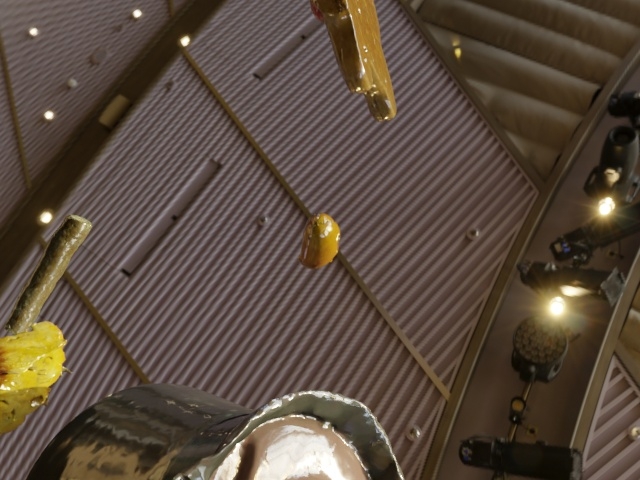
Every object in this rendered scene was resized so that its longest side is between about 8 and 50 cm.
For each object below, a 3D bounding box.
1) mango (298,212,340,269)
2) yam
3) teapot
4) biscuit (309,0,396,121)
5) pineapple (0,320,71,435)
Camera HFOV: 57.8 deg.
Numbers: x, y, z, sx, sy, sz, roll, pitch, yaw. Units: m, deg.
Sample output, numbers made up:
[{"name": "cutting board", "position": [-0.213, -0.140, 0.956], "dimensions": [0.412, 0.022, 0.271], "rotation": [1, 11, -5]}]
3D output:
[{"name": "mango", "position": [0.000, 0.000, 0.952], "dimensions": [0.063, 0.127, 0.077], "rotation": [20, -123, 8]}, {"name": "yam", "position": [-0.572, 0.070, 1.215], "dimensions": [0.061, 0.061, 0.274], "rotation": [28, -93, 28]}, {"name": "teapot", "position": [-0.074, 0.298, 0.560], "dimensions": [0.361, 0.376, 0.306], "rotation": [-23, -142, 45]}, {"name": "biscuit", "position": [0.055, -0.436, 1.135], "dimensions": [0.076, 0.394, 0.368], "rotation": [-13, -93, 17]}, {"name": "pineapple", "position": [-0.393, 0.185, 0.639], "dimensions": [0.079, 0.135, 0.233], "rotation": [44, -143, 21]}]
